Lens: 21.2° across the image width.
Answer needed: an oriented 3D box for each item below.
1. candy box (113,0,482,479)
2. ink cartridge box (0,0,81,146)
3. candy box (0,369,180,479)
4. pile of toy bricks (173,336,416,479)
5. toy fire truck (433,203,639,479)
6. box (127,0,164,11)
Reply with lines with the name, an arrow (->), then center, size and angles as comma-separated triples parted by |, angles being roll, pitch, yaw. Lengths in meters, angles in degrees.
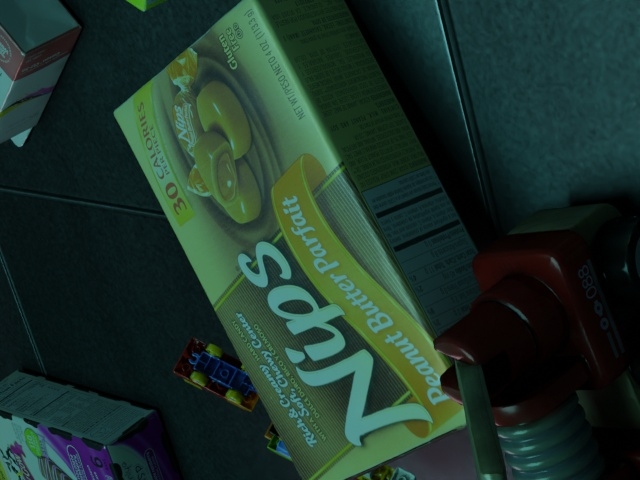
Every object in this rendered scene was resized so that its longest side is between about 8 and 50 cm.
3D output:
candy box -> 0.000, 0.000, 1.185 | 0.183, 0.087, 0.316 | -33, 83, 46
ink cartridge box -> -0.287, -0.156, 1.464 | 0.115, 0.067, 0.198 | 50, 144, 9
candy box -> -0.235, 0.229, 1.696 | 0.233, 0.071, 0.159 | 9, 124, 46
pile of toy bricks -> 0.002, 0.122, 1.334 | 0.212, 0.118, 0.105 | 27, 166, 12
toy fire truck -> 0.143, 0.118, 1.023 | 0.158, 0.246, 0.217 | -5, 113, 51
box -> -0.177, -0.260, 1.280 | 0.178, 0.042, 0.109 | 34, 138, 27
